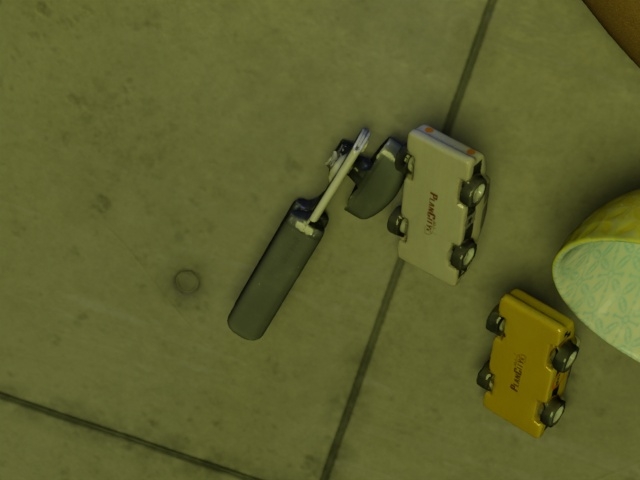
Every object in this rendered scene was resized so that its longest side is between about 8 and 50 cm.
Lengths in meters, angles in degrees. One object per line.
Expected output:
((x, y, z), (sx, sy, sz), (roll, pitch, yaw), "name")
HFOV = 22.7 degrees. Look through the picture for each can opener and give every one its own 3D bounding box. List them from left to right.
((0.000, 0.000, 1.779), (0.095, 0.076, 0.283), (29, 113, -3), "can opener")

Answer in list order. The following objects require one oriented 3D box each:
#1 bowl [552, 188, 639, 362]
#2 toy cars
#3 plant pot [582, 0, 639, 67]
((0.406, 0.024, 1.672), (0.289, 0.289, 0.156), (34, 68, -5), "bowl")
((0.192, 0.037, 1.755), (0.176, 0.087, 0.393), (-12, 113, 51), "toy cars")
((0.332, -0.298, 1.560), (0.237, 0.237, 0.254), (-19, 120, 14), "plant pot")
